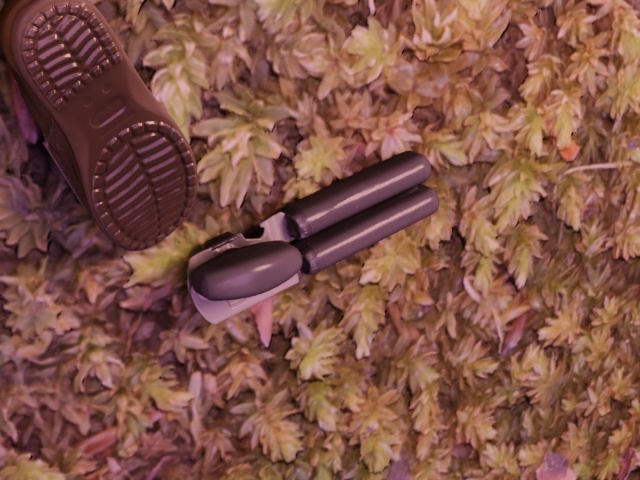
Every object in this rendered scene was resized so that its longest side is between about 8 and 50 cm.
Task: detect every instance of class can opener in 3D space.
[{"bbox_3d":[0.000,0.000,1.122,0.280,0.093,0.074,-28,118,-26],"label":"can opener"}]

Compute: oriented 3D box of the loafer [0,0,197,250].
[{"bbox_3d":[-0.180,-0.102,0.974,0.102,0.092,0.268,-32,137,-14],"label":"loafer"}]
